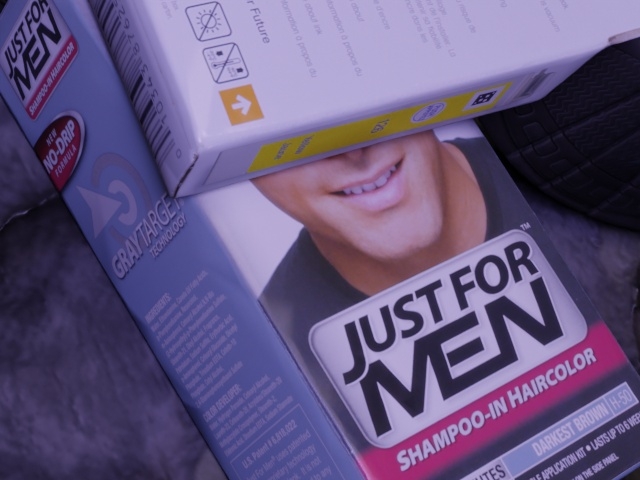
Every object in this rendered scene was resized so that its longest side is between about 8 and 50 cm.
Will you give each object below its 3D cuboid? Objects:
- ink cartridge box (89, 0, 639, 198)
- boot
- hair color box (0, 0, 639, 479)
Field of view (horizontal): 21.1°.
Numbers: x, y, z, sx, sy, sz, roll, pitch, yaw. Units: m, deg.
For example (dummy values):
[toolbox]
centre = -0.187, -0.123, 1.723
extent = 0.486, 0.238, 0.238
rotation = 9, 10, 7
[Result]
[ink cartridge box]
centre = 0.009, -0.199, 0.893
extent = 0.307, 0.072, 0.304
rotation = -15, 72, -29
[boot]
centre = 0.237, -0.148, 1.100
extent = 0.377, 0.138, 0.284
rotation = 22, 53, -30
[hair color box]
centre = 0.000, 0.000, 0.907
extent = 0.185, 0.113, 0.374
rotation = -24, 76, -36
